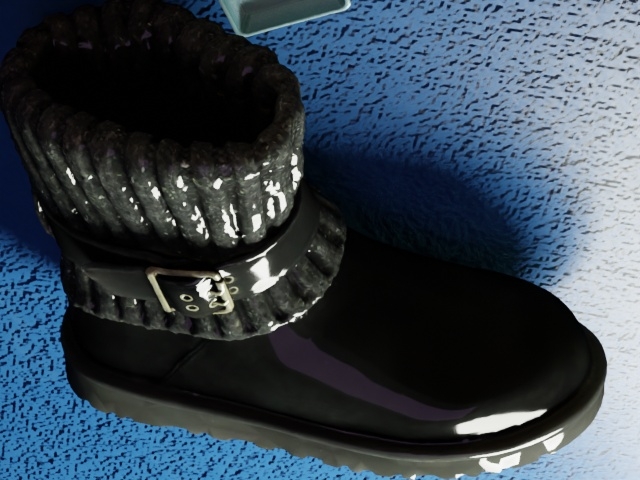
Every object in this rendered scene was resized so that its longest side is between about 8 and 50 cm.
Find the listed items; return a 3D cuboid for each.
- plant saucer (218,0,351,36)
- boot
[{"bbox_3d":[-0.048,-0.185,0.891,0.067,0.018,0.192,-13,132,18],"label":"plant saucer"},{"bbox_3d":[-0.001,0.003,0.994,0.348,0.131,0.260,4,135,3],"label":"boot"}]
